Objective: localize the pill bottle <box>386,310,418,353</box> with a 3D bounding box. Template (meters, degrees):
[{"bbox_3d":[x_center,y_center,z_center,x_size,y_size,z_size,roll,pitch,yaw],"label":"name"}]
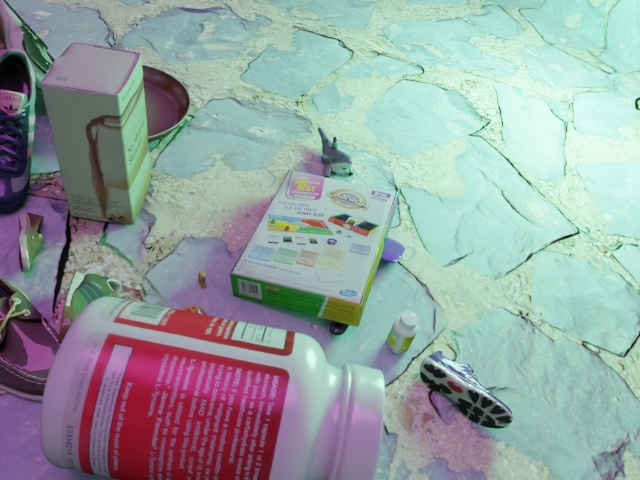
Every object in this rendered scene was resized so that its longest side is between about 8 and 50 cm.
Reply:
[{"bbox_3d":[0.145,0.159,0.986,0.043,0.083,0.043,7,47,-7],"label":"pill bottle"}]

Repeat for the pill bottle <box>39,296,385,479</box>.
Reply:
[{"bbox_3d":[-0.130,0.223,0.766,0.408,0.229,0.229,12,46,-2],"label":"pill bottle"}]

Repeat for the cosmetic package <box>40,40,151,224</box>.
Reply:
[{"bbox_3d":[-0.398,-0.189,1.042,0.129,0.296,0.153,8,47,-4],"label":"cosmetic package"}]

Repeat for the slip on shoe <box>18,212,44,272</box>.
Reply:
[{"bbox_3d":[-0.518,0.001,1.014,0.041,0.051,0.135,0,40,-28],"label":"slip on shoe"}]

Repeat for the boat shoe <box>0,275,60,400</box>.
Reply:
[{"bbox_3d":[-0.498,0.122,0.868,0.324,0.096,0.116,34,49,18],"label":"boat shoe"}]

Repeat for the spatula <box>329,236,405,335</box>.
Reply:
[{"bbox_3d":[0.087,0.076,1.086,0.084,0.030,0.296,22,47,13],"label":"spatula"}]

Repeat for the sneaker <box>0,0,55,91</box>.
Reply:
[{"bbox_3d":[-0.740,-0.430,1.304,0.182,0.158,0.410,-38,47,-6],"label":"sneaker"}]

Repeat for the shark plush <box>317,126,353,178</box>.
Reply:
[{"bbox_3d":[0.037,-0.211,1.318,0.073,0.067,0.161,-1,48,-13],"label":"shark plush"}]

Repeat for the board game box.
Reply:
[{"bbox_3d":[0.000,0.000,1.092,0.242,0.064,0.316,13,46,12],"label":"board game box"}]

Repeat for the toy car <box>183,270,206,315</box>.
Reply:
[{"bbox_3d":[-0.227,0.102,0.986,0.060,0.040,0.122,-2,49,-14],"label":"toy car"}]

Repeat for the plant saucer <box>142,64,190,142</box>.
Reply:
[{"bbox_3d":[-0.461,-0.313,1.315,0.311,0.050,0.310,6,47,-6],"label":"plant saucer"}]

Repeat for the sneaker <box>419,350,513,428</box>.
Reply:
[{"bbox_3d":[0.251,0.242,0.947,0.170,0.068,0.071,37,45,22],"label":"sneaker"}]

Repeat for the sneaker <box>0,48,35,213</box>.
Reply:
[{"bbox_3d":[-0.601,-0.215,1.070,0.112,0.131,0.319,2,72,-36],"label":"sneaker"}]

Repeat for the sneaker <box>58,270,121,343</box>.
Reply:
[{"bbox_3d":[-0.361,0.104,0.906,0.086,0.064,0.192,9,18,-19],"label":"sneaker"}]
